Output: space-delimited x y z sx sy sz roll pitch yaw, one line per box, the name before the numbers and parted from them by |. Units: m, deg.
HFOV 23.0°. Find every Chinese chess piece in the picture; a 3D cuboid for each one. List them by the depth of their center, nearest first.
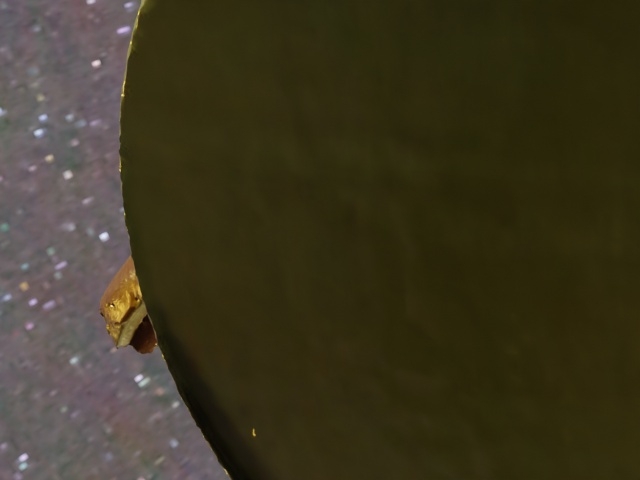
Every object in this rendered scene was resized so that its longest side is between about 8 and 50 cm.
Chinese chess piece | 0.099 -0.005 0.521 0.349 0.146 0.349 18 -55 28

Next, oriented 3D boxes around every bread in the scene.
bread | -0.083 0.021 0.800 0.083 0.036 0.047 -50 -124 42
